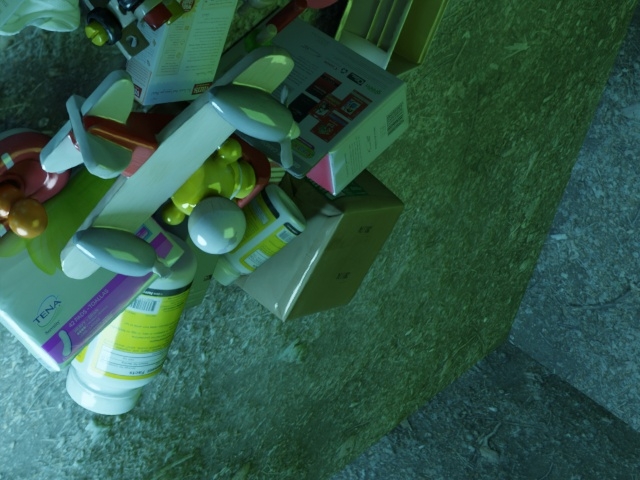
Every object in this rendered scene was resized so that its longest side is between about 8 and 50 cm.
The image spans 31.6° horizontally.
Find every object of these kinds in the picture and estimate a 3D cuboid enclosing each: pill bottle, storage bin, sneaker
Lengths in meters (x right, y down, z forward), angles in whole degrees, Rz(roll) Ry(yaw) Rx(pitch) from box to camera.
[{"bbox_3d":[-0.361,0.149,2.086,0.188,0.188,0.334,-16,135,-52],"label":"pill bottle"},{"bbox_3d":[0.155,-0.464,2.226,0.262,0.123,0.260,-35,151,-60],"label":"storage bin"},{"bbox_3d":[-0.415,-0.346,1.540,0.232,0.090,0.115,-26,136,-59],"label":"sneaker"},{"bbox_3d":[-0.142,-0.009,2.295,0.208,0.119,0.119,-38,156,10],"label":"pill bottle"}]

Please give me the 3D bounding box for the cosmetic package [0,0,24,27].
[{"bbox_3d":[-0.514,-0.300,1.326,0.453,0.161,0.230,-51,154,-8],"label":"cosmetic package"}]

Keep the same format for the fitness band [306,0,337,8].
[{"bbox_3d":[0.003,-0.541,2.025,0.209,0.054,0.291,-49,152,-11],"label":"fitness band"}]

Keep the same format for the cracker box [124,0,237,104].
[{"bbox_3d":[-0.227,-0.344,1.859,0.155,0.067,0.232,-16,134,-51],"label":"cracker box"}]

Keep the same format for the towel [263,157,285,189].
[{"bbox_3d":[-0.125,-0.141,2.295,0.144,0.029,0.197,-8,134,-53],"label":"towel"}]

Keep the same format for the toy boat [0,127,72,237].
[{"bbox_3d":[-0.466,-0.059,1.703,0.231,0.151,0.151,-44,152,-20],"label":"toy boat"}]

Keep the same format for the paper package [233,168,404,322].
[{"bbox_3d":[0.000,0.000,2.500,0.325,0.168,0.309,-10,133,-60],"label":"paper package"}]

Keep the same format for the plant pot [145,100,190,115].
[{"bbox_3d":[-0.227,-0.140,1.991,0.167,0.165,0.167,-39,151,-27],"label":"plant pot"}]

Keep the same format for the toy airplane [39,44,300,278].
[{"bbox_3d":[-0.212,-0.099,1.673,0.384,0.272,0.386,-28,162,-21],"label":"toy airplane"}]

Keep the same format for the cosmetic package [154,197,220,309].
[{"bbox_3d":[-0.265,0.015,2.184,0.127,0.107,0.238,-16,138,-50],"label":"cosmetic package"}]

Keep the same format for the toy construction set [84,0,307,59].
[{"bbox_3d":[-0.207,-0.360,1.671,0.237,0.309,0.257,-28,-141,56],"label":"toy construction set"}]

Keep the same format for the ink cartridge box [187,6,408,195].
[{"bbox_3d":[-0.047,-0.233,2.016,0.272,0.309,0.130,-43,152,-21],"label":"ink cartridge box"}]

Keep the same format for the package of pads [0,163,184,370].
[{"bbox_3d":[-0.407,0.034,1.845,0.296,0.229,0.101,-46,-164,-17],"label":"package of pads"}]
